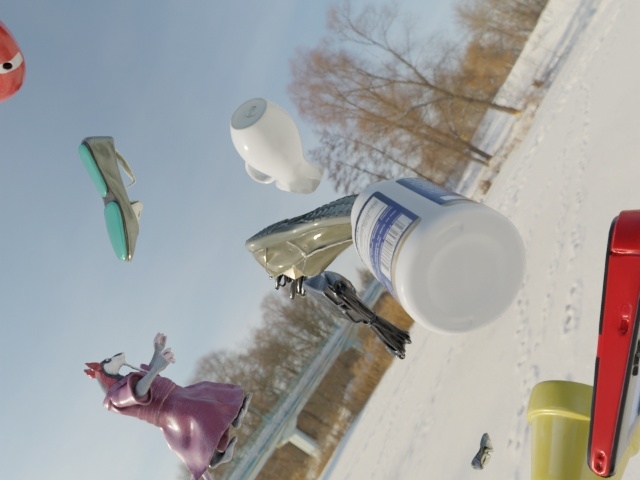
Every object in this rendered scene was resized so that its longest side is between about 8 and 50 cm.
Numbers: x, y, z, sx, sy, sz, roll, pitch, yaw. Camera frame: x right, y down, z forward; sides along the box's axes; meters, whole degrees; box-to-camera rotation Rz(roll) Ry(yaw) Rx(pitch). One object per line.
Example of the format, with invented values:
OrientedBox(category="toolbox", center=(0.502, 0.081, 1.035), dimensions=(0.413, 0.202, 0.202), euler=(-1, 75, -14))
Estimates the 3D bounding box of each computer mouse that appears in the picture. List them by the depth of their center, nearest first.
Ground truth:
OrientedBox(category="computer mouse", center=(0.068, 0.117, 0.883), dimensions=(0.060, 0.184, 0.262), euler=(-49, 8, -11))

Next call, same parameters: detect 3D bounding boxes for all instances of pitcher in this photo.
OrientedBox(category="pitcher", center=(-0.112, -0.184, 1.048), dimensions=(0.207, 0.177, 0.126), euler=(50, -132, -48))

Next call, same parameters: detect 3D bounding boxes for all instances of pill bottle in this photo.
OrientedBox(category="pill bottle", center=(0.080, -0.001, 0.418), dimensions=(0.094, 0.094, 0.169), euler=(-62, 19, 9))

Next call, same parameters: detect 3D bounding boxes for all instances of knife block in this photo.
OrientedBox(category="knife block", center=(-0.076, 0.068, 1.701), dimensions=(0.088, 0.242, 0.275), euler=(-29, -2, -45))

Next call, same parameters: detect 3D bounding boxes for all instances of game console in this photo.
OrientedBox(category="game console", center=(0.475, 0.138, 0.765), dimensions=(0.386, 0.060, 0.342), euler=(8, -93, -52))

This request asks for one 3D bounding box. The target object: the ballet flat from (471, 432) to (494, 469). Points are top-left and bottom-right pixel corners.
OrientedBox(category="ballet flat", center=(0.439, 0.563, 1.360), dimensions=(0.114, 0.041, 0.041), euler=(-45, -18, -39))

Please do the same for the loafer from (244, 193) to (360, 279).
OrientedBox(category="loafer", center=(0.000, 0.000, 0.759), dimensions=(0.251, 0.087, 0.094), euler=(-15, 16, 39))

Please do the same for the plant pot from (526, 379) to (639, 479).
OrientedBox(category="plant pot", center=(0.614, 0.501, 1.222), dimensions=(0.254, 0.254, 0.239), euler=(100, -164, -59))

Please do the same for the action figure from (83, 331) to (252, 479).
OrientedBox(category="action figure", center=(-0.352, 0.362, 1.132), dimensions=(0.248, 0.370, 0.276), euler=(127, 162, -83))

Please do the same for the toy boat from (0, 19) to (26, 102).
OrientedBox(category="toy boat", center=(-0.406, -0.145, 0.494), dimensions=(0.231, 0.151, 0.151), euler=(-30, -19, -19))

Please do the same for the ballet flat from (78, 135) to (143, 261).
OrientedBox(category="ballet flat", center=(-0.329, -0.072, 0.844), dimensions=(0.068, 0.213, 0.072), euler=(-23, 6, -41))
